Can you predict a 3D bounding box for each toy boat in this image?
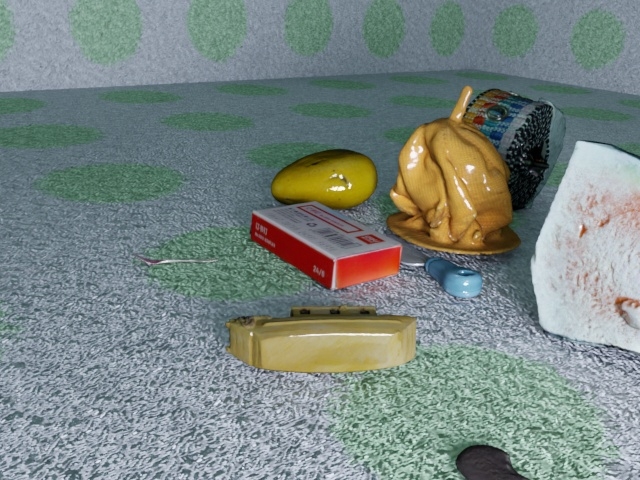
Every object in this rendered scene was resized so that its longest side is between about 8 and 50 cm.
[{"bbox_3d":[0.001,0.100,0.675,0.200,0.057,0.077,0,17,-7],"label":"toy boat"}]

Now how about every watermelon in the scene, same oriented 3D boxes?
[{"bbox_3d":[0.327,0.028,0.704,0.213,0.290,0.320,-31,22,13],"label":"watermelon"}]

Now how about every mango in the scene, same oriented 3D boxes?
[{"bbox_3d":[0.006,-0.107,1.152,0.195,0.098,0.137,-10,28,-18],"label":"mango"}]

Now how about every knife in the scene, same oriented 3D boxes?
[{"bbox_3d":[0.143,0.028,0.924,0.058,0.032,0.244,-12,21,-22],"label":"knife"}]

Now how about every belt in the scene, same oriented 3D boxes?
[{"bbox_3d":[0.342,-0.167,1.183,0.150,0.207,0.257,27,18,33],"label":"belt"}]

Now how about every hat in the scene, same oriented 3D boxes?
[{"bbox_3d":[0.224,-0.125,1.017,0.244,0.234,0.233,-13,24,-41],"label":"hat"}]

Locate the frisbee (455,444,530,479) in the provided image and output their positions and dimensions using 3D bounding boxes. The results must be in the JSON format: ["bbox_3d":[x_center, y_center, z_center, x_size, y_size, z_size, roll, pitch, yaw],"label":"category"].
[{"bbox_3d":[0.194,0.217,0.461,0.187,0.012,0.211,3,20,-2],"label":"frisbee"}]

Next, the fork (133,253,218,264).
[{"bbox_3d":[-0.200,0.027,0.897,0.115,0.012,0.016,3,25,-14],"label":"fork"}]

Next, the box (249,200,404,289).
[{"bbox_3d":[0.000,-0.001,0.940,0.122,0.050,0.229,-10,24,-35],"label":"box"}]
